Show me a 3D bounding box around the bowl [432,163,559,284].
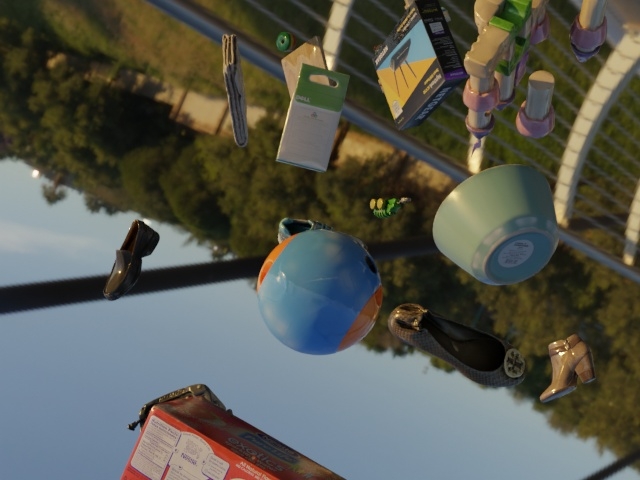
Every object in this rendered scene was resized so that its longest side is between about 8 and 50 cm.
[{"bbox_3d":[0.443,-0.011,1.914,0.311,0.311,0.163,23,-149,-36],"label":"bowl"}]

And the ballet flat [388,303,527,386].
[{"bbox_3d":[0.224,0.162,1.259,0.250,0.084,0.058,26,149,-11],"label":"ballet flat"}]

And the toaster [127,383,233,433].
[{"bbox_3d":[-0.324,0.439,1.897,0.146,0.227,0.129,56,-166,-53],"label":"toaster"}]

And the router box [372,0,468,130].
[{"bbox_3d":[0.149,-0.268,1.232,0.046,0.133,0.179,-15,168,-21],"label":"router box"}]

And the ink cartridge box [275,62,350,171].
[{"bbox_3d":[-0.017,-0.257,1.693,0.109,0.209,0.062,14,-178,-6],"label":"ink cartridge box"}]

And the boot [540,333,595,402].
[{"bbox_3d":[0.424,0.222,1.406,0.042,0.118,0.087,27,-144,-56],"label":"boot"}]

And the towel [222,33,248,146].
[{"bbox_3d":[-0.240,-0.432,2.293,0.049,0.187,0.282,-5,137,-1],"label":"towel"}]

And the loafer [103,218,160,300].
[{"bbox_3d":[-0.377,0.036,1.542,0.062,0.170,0.061,-1,143,33],"label":"loafer"}]

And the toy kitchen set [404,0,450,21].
[{"bbox_3d":[0.311,-0.708,2.392,0.207,0.122,0.166,-83,-30,-71],"label":"toy kitchen set"}]

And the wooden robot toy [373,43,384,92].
[{"bbox_3d":[0.156,-0.431,1.839,0.079,0.173,0.076,35,-147,12],"label":"wooden robot toy"}]

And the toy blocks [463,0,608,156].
[{"bbox_3d":[0.331,-0.338,1.470,0.309,0.288,0.260,27,161,21],"label":"toy blocks"}]

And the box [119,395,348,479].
[{"bbox_3d":[-0.086,0.293,0.905,0.257,0.128,0.122,25,-176,19],"label":"box"}]

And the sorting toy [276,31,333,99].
[{"bbox_3d":[-0.019,-0.389,1.910,0.046,0.274,0.132,-4,166,-44],"label":"sorting toy"}]

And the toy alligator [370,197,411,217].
[{"bbox_3d":[0.186,-0.087,2.160,0.056,0.051,0.189,3,179,-26],"label":"toy alligator"}]

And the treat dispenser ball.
[{"bbox_3d":[-0.002,0.118,1.826,0.288,0.288,0.288,24,180,0],"label":"treat dispenser ball"}]

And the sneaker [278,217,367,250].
[{"bbox_3d":[0.000,0.000,2.406,0.283,0.110,0.122,10,149,13],"label":"sneaker"}]
